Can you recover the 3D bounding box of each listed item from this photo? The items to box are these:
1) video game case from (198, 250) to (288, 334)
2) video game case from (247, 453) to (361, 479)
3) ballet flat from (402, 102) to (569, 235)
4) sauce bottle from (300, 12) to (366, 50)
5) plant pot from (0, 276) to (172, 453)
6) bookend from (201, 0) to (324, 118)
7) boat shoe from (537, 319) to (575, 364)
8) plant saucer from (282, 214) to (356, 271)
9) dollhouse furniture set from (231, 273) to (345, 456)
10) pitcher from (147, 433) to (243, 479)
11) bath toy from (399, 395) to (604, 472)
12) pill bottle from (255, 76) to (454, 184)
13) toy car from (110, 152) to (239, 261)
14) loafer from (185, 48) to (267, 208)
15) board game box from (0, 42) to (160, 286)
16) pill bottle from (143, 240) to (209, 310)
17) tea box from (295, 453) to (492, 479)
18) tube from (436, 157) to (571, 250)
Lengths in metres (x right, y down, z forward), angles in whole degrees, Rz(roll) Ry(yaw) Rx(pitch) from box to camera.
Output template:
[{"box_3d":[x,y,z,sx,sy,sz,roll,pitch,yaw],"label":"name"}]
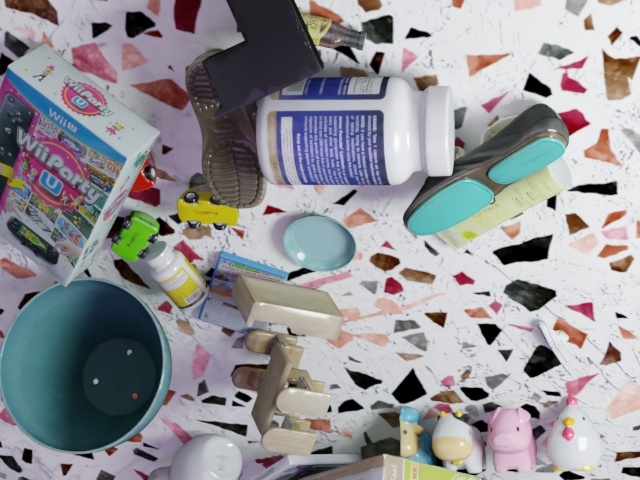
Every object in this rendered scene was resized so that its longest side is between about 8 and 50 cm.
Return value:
[{"box_3d":[-0.132,0.095,2.102,0.119,0.015,0.166,19,133,-5],"label":"video game case"},{"box_3d":[-0.045,0.444,2.333,0.190,0.022,0.173,8,145,-45],"label":"video game case"},{"box_3d":[0.235,-0.106,1.787,0.280,0.096,0.095,-30,136,28],"label":"ballet flat"},{"box_3d":[-0.001,-0.288,1.707,0.128,0.042,0.042,10,133,-1],"label":"sauce bottle"},{"box_3d":[-0.375,0.223,2.126,0.290,0.290,0.195,0,168,12],"label":"plant pot"},{"box_3d":[-0.097,-0.268,1.656,0.157,0.072,0.156,-24,101,8],"label":"bookend"},{"box_3d":[0.391,0.163,2.048,0.035,0.035,0.100,-35,117,4],"label":"boat shoe"},{"box_3d":[0.000,0.000,1.983,0.119,0.021,0.119,6,133,6],"label":"plant saucer"},{"box_3d":[-0.085,0.197,2.039,0.161,0.212,0.242,12,109,-23],"label":"dollhouse furniture set"},{"box_3d":[-0.213,0.453,2.391,0.177,0.126,0.207,12,148,-30],"label":"pitcher"},{"box_3d":[0.316,0.342,2.170,0.348,0.129,0.151,-5,175,18],"label":"bath toy"},{"box_3d":[0.053,-0.153,1.741,0.264,0.153,0.153,1,132,12],"label":"pill bottle"},{"box_3d":[-0.267,-0.052,1.970,0.239,0.053,0.225,30,131,-14],"label":"toy car"},{"box_3d":[-0.126,-0.165,1.808,0.101,0.092,0.269,2,130,12],"label":"loafer"},{"box_3d":[-0.400,-0.109,1.871,0.224,0.097,0.303,37,130,4],"label":"board game box"},{"box_3d":[-0.241,0.057,2.056,0.065,0.065,0.116,-19,125,26],"label":"pill bottle"},{"box_3d":[0.141,0.540,2.212,0.323,0.220,0.329,18,152,-29],"label":"tea box"},{"box_3d":[0.262,-0.055,1.856,0.240,0.062,0.070,-28,81,37],"label":"tube"}]
